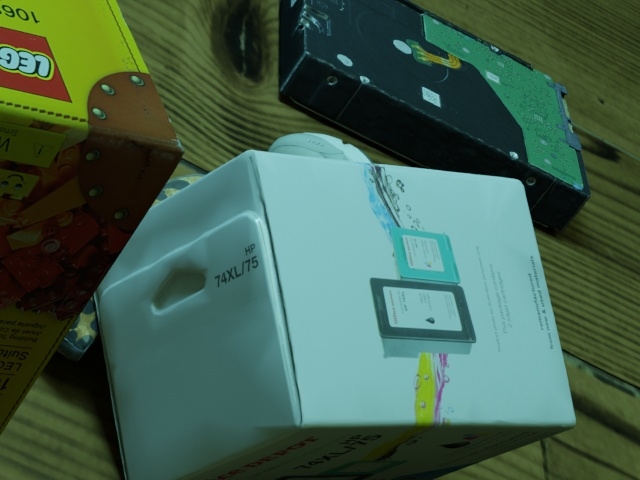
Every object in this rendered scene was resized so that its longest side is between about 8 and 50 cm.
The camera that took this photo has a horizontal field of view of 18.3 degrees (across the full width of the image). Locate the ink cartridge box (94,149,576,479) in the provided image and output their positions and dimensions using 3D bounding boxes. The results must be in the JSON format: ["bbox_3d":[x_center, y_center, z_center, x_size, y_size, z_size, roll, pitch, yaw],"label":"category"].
[{"bbox_3d":[0.006,0.068,1.426,0.270,0.198,0.197,4,67,-42],"label":"ink cartridge box"}]

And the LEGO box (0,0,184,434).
[{"bbox_3d":[-0.387,-0.019,1.024,0.500,0.372,0.193,10,38,-36],"label":"LEGO box"}]

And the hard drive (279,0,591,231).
[{"bbox_3d":[0.114,-0.157,2.060,0.339,0.064,0.237,24,31,-18],"label":"hard drive"}]

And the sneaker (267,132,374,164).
[{"bbox_3d":[0.000,0.000,1.685,0.121,0.099,0.262,4,41,-37],"label":"sneaker"}]

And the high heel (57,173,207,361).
[{"bbox_3d":[-0.116,0.035,1.522,0.261,0.093,0.186,10,42,-29],"label":"high heel"}]
